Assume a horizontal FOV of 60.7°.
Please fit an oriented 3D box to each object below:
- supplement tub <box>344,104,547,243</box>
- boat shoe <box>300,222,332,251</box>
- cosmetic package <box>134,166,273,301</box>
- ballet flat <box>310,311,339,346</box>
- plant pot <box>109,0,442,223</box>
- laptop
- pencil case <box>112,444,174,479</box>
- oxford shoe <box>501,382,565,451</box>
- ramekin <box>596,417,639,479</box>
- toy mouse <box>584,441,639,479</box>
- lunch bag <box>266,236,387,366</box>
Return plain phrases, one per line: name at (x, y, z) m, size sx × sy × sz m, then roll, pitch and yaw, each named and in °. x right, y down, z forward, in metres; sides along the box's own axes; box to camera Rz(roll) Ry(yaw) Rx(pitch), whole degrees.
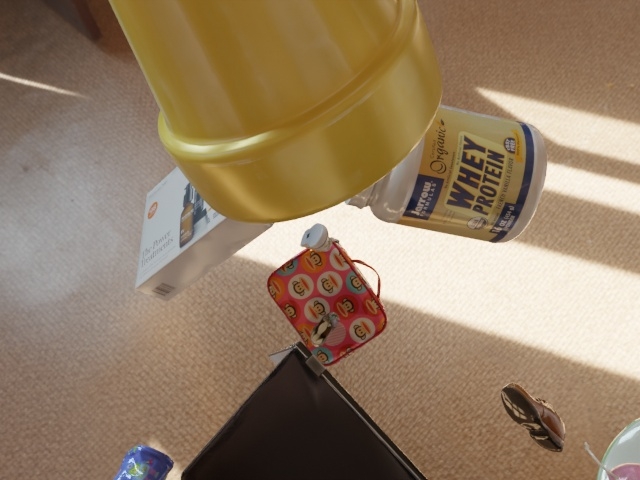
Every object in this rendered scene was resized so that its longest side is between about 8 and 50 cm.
supplement tub at (0.215, -0.129, 0.997) m, size 0.315 × 0.228 × 0.229 m, roll 10°, pitch 67°, yaw -6°
boat shoe at (0.000, 0.000, 0.760) m, size 0.035 × 0.100 × 0.035 m, roll 20°, pitch 78°, yaw -13°
cosmetic package at (-0.266, -0.072, 1.226) m, size 0.377 × 0.097 × 0.285 m, roll -33°, pitch 44°, yaw 32°
ballet flat at (0.000, 0.200, 1.196) m, size 0.041 × 0.114 × 0.041 m, roll 20°, pitch 37°, yaw -16°
plant pot at (-0.054, -0.184, 0.450) m, size 0.253 × 0.239 × 0.254 m, roll -18°, pitch 43°, yaw 17°
laptop at (0.006, 0.372, 0.812) m, size 0.236 × 0.408 × 0.382 m, roll -42°, pitch 88°, yaw -20°
pencil case at (-0.491, 0.652, 1.338) m, size 0.133 × 0.119 × 0.306 m, roll 26°, pitch 49°, yaw 5°
oxford shoe at (0.470, 0.374, 1.207) m, size 0.212 × 0.076 × 0.076 m, roll 48°, pitch 56°, yaw -20°
ramekin at (0.524, 0.368, 0.716) m, size 0.303 × 0.148 × 0.304 m, roll -30°, pitch 38°, yaw 27°
toy mouse at (0.286, 0.228, 0.434) m, size 0.031 × 0.143 × 0.161 m, roll -52°, pitch 39°, yaw 16°
lunch bag at (0.033, 0.144, 1.402) m, size 0.258 × 0.120 × 0.293 m, roll -33°, pitch 87°, yaw 3°
